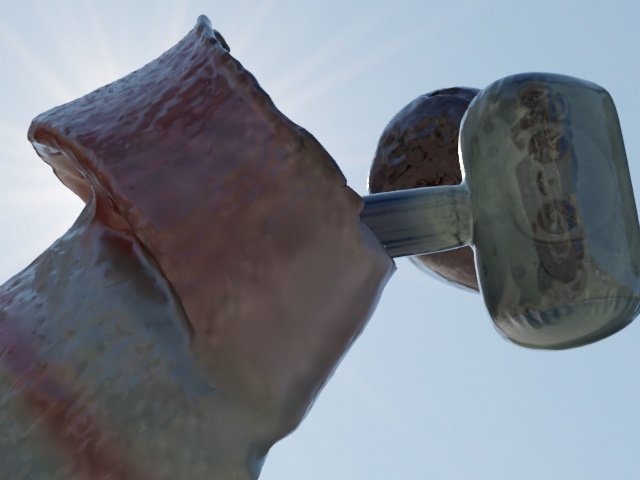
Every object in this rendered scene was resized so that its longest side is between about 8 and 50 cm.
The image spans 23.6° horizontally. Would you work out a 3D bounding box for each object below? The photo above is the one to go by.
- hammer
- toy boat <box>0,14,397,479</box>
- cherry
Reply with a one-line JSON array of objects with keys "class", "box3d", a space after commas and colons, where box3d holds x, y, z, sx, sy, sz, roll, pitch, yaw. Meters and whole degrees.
[{"class": "hammer", "box3d": [0.033, -0.004, 0.631, 0.194, 0.116, 0.069, -8, -18, 2]}, {"class": "toy boat", "box3d": [-0.111, 0.057, 0.497, 0.282, 0.206, 0.096, -37, -51, 1]}, {"class": "cherry", "box3d": [0.138, -0.045, 1.355, 0.195, 0.195, 0.195, 15, -36, 11]}]
